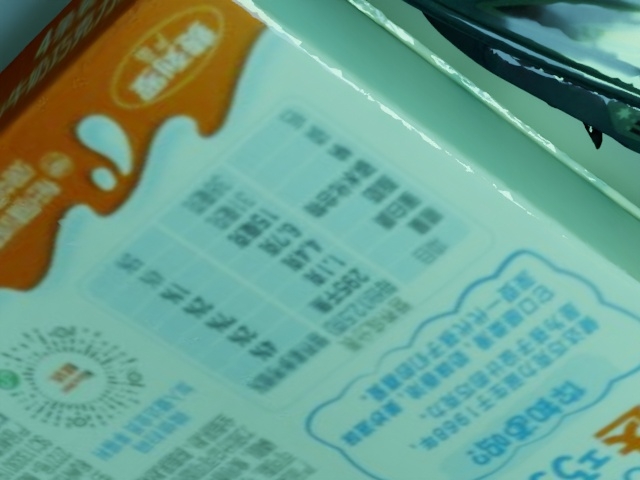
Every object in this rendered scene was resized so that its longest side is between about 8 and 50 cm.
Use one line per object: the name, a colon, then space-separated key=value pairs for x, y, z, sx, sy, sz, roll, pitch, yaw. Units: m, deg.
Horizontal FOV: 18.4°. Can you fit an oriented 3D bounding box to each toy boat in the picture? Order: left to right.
toy boat: x=0.105 y=-0.053 z=0.564 sx=0.246 sy=0.093 sz=0.103 roll=17 pitch=115 yaw=-22

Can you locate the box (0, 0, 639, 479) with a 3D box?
box: x=-0.024 y=0.055 z=0.618 sx=0.265 sy=0.048 sz=0.273 roll=35 pitch=124 yaw=-26
